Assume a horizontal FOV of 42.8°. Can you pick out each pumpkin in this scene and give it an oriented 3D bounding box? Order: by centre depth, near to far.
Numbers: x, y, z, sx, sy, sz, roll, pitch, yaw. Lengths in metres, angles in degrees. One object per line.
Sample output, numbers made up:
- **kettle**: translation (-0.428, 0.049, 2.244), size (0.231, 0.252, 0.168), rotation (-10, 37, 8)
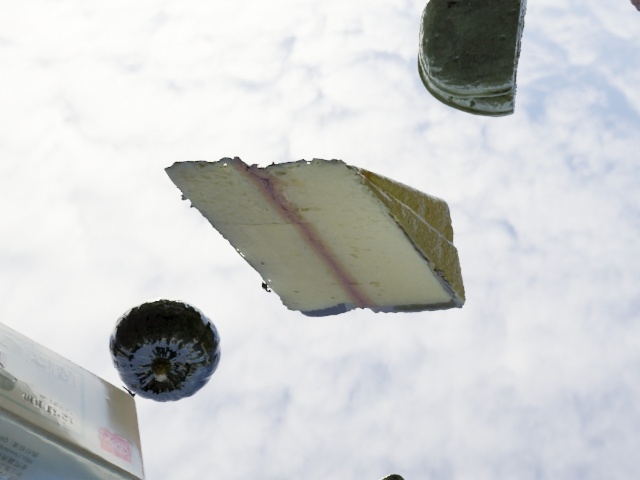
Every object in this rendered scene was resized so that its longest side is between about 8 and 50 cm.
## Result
- **pumpkin**: translation (-0.293, 0.207, 1.537), size (0.212, 0.211, 0.152), rotation (-2, -166, -5)

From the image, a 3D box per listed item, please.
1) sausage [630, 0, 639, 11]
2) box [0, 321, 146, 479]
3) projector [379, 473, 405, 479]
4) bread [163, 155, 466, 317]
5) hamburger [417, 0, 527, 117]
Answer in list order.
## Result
- **sausage**: translation (0.089, -0.162, 0.252), size (0.054, 0.183, 0.062), rotation (-19, -161, -23)
- **box**: translation (-0.264, 0.125, 0.637), size (0.079, 0.269, 0.135), rotation (-50, -154, 7)
- **projector**: translation (0.077, 0.505, 1.215), size (0.259, 0.079, 0.257), rotation (-26, -135, -16)
- **bread**: translation (0.000, 0.000, 1.362), size (0.346, 0.405, 0.242), rotation (-8, -100, 30)
- **hamburger**: translation (0.117, -0.159, 0.648), size (0.084, 0.054, 0.121), rotation (4, -94, 17)
